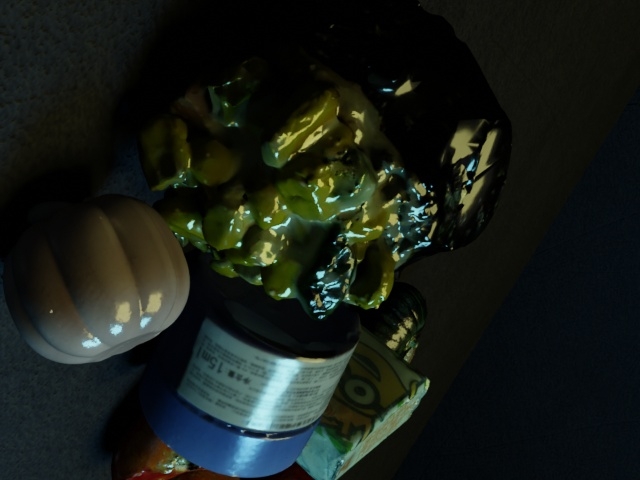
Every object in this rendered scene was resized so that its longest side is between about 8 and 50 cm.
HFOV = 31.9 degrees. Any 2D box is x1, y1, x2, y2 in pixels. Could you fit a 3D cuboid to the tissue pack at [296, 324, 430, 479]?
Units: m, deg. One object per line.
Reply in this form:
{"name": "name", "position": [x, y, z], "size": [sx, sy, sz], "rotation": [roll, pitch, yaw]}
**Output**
{"name": "tissue pack", "position": [0.028, 0.287, 2.068], "size": [0.311, 0.228, 0.128], "rotation": [-29, 152, -52]}

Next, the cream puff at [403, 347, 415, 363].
{"name": "cream puff", "position": [0.150, 0.234, 2.474], "size": [0.126, 0.103, 0.144], "rotation": [-68, 161, 2]}

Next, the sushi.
{"name": "sushi", "position": [-0.001, -0.071, 1.171], "size": [0.285, 0.328, 0.328], "rotation": [-47, 153, -38]}

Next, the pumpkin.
{"name": "pumpkin", "position": [0.139, 0.179, 2.289], "size": [0.202, 0.140, 0.202], "rotation": [-47, 164, -18]}

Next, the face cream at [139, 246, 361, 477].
{"name": "face cream", "position": [-0.092, 0.152, 1.493], "size": [0.249, 0.249, 0.225], "rotation": [-24, 147, -56]}

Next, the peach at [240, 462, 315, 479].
{"name": "peach", "position": [-0.082, 0.578, 2.199], "size": [0.201, 0.362, 0.258], "rotation": [-5, 149, -37]}

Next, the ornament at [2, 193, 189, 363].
{"name": "ornament", "position": [-0.222, 0.031, 1.100], "size": [0.177, 0.177, 0.177], "rotation": [-46, 161, -21]}

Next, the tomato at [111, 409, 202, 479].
{"name": "tomato", "position": [-0.193, 0.275, 1.629], "size": [0.233, 0.140, 0.200], "rotation": [-9, 168, -2]}

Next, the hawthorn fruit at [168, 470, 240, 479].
{"name": "hawthorn fruit", "position": [-0.224, 0.411, 1.841], "size": [0.163, 0.162, 0.203], "rotation": [-56, 147, 8]}
